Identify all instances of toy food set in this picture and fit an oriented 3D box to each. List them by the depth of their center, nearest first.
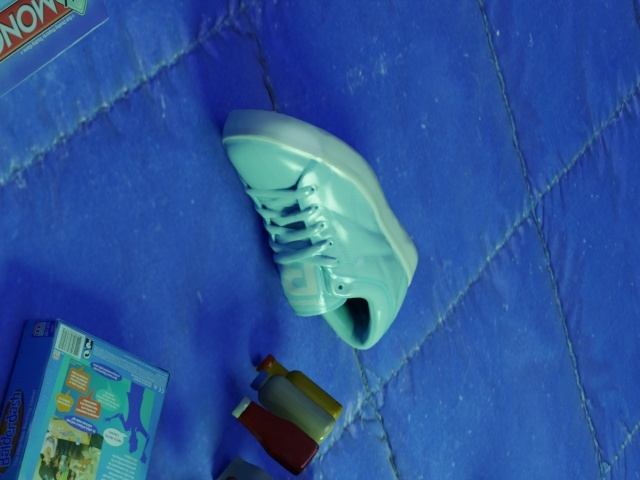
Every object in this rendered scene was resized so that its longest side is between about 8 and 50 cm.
[{"bbox_3d":[-0.072,0.223,1.626,0.104,0.111,0.232,39,64,1],"label":"toy food set"}]

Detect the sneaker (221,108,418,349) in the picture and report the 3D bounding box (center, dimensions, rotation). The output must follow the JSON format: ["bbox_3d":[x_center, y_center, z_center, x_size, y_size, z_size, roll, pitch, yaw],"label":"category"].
[{"bbox_3d":[0.000,0.000,1.689,0.366,0.135,0.150,46,51,-44],"label":"sneaker"}]

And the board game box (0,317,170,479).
[{"bbox_3d":[-0.229,0.197,1.424,0.160,0.047,0.210,33,60,-45],"label":"board game box"}]

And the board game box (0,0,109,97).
[{"bbox_3d":[-0.326,-0.216,1.304,0.317,0.046,0.213,-48,126,-44],"label":"board game box"}]
